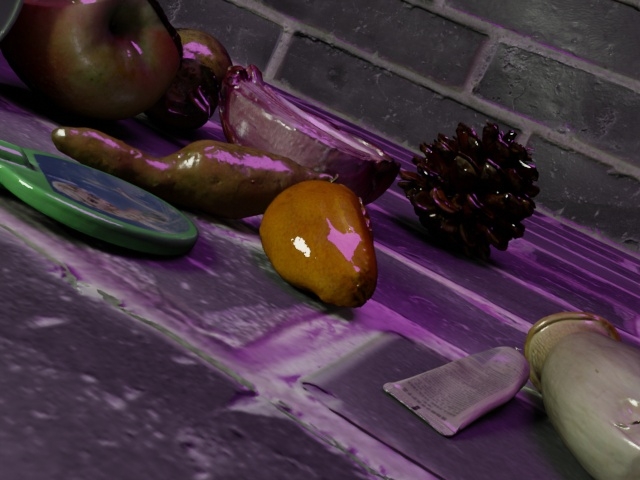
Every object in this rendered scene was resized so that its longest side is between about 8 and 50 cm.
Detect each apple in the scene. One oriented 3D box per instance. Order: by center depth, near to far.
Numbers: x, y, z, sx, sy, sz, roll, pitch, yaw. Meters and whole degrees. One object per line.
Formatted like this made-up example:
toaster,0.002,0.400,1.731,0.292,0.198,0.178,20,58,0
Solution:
apple,-0.275,-0.230,0.868,0.188,0.173,0.207,9,4,39

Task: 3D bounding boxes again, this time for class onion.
onion,-0.041,-0.126,0.953,0.283,0.120,0.227,41,17,29

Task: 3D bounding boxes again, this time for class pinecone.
pinecone,0.236,-0.086,1.128,0.222,0.221,0.221,23,13,-6

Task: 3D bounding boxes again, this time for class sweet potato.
sweet potato,-0.118,-0.061,0.702,0.270,0.074,0.075,7,18,-20

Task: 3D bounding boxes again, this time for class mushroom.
mushroom,0.214,0.120,0.512,0.108,0.096,0.247,-1,15,-8

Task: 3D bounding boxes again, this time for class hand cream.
hand cream,0.110,0.106,0.537,0.057,0.037,0.165,33,23,32

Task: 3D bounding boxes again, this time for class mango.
mango,0.001,-0.004,0.646,0.105,0.084,0.159,14,15,-16

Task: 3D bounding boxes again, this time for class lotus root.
lotus root,-0.199,-0.231,1.044,0.154,0.154,0.278,20,15,-18

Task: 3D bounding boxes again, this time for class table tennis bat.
table tennis bat,-0.210,-0.047,0.554,0.257,0.039,0.160,19,12,-30

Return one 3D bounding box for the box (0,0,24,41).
box,-0.416,-0.285,0.700,0.226,0.226,0.149,11,19,-44
